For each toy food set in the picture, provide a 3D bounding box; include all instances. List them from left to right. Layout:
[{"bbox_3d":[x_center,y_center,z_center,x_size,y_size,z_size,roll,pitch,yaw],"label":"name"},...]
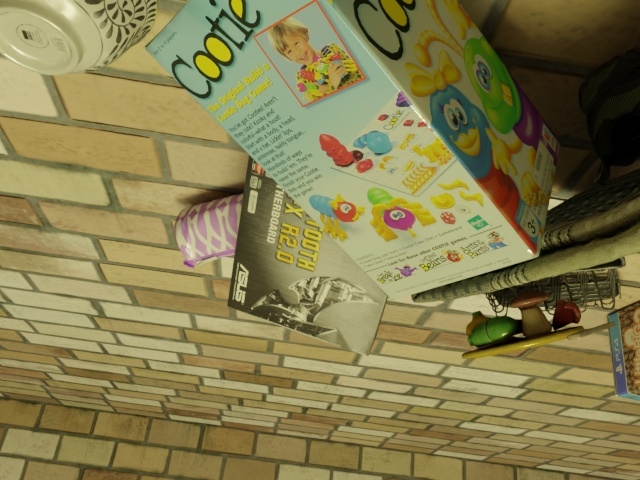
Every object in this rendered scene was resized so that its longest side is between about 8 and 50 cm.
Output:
[{"bbox_3d":[0.282,0.109,0.844,0.128,0.071,0.218,-5,166,-37],"label":"toy food set"}]

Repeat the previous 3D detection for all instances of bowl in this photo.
[{"bbox_3d":[-0.232,-0.194,0.520,0.170,0.080,0.170,6,153,3],"label":"bowl"}]

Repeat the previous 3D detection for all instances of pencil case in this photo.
[{"bbox_3d":[-0.101,-0.018,0.812,0.206,0.088,0.086,-12,149,31],"label":"pencil case"}]

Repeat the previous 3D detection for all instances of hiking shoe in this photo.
[{"bbox_3d":[0.303,-0.129,0.478,0.086,0.114,0.227,14,151,-15],"label":"hiking shoe"}]

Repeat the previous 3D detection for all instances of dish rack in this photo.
[{"bbox_3d":[0.320,0.058,0.871,0.208,0.074,0.271,-7,149,26],"label":"dish rack"}]

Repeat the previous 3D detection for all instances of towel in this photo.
[{"bbox_3d":[0.270,-0.037,0.530,0.312,0.056,0.324,-20,176,-28],"label":"towel"}]

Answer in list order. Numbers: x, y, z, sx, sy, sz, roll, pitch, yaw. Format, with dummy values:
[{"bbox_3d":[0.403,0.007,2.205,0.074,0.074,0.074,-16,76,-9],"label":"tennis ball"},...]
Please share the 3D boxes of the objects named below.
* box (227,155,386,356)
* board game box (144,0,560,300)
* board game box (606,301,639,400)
[{"bbox_3d":[0.000,0.000,0.689,0.183,0.056,0.231,19,120,10],"label":"box"},{"bbox_3d":[0.039,-0.107,0.464,0.144,0.142,0.275,-23,120,44],"label":"board game box"},{"bbox_3d":[0.627,0.155,0.907,0.232,0.141,0.291,15,151,-14],"label":"board game box"}]
